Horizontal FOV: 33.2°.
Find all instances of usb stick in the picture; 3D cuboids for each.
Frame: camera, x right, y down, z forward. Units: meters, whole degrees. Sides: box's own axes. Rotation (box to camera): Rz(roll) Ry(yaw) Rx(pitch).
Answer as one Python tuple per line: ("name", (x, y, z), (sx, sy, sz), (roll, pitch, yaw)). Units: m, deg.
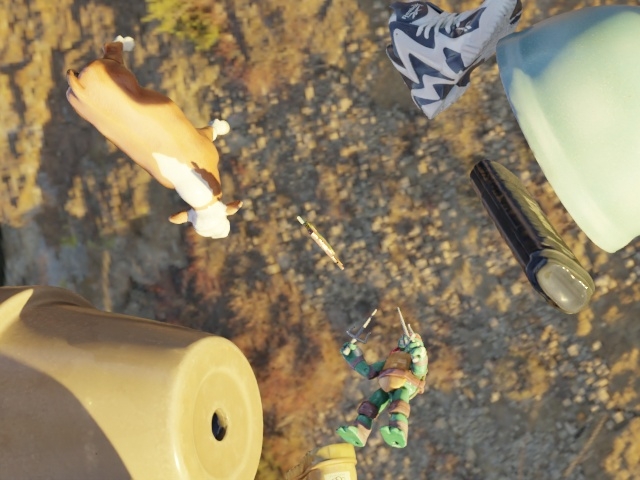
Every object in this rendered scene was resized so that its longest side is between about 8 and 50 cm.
("usb stick", (0.202, -0.012, 1.056), (0.045, 0.278, 0.077), (-43, 109, 13))

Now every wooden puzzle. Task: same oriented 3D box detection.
("wooden puzzle", (0.000, 0.000, 1.288), (0.083, 0.006, 0.049), (47, -175, -25))

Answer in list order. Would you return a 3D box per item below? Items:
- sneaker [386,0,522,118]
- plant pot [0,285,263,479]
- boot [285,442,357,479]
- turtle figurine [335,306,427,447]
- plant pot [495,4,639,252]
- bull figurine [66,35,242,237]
("sneaker", (0.160, -0.287, 1.440), (0.153, 0.094, 0.235), (48, 151, 9))
("plant pot", (-0.183, 0.159, 0.929), (0.229, 0.263, 0.263), (-7, 97, 26))
("boot", (0.017, 0.415, 1.361), (0.236, 0.089, 0.269), (94, 167, -67))
("turtle figurine", (0.112, 0.206, 1.663), (0.118, 0.234, 0.175), (37, 142, -24))
("plant pot", (0.365, -0.159, 1.260), (0.196, 0.293, 0.293), (-29, 80, 25))
("bull figurine", (-0.215, -0.142, 1.470), (0.101, 0.188, 0.310), (-36, 113, 20))
